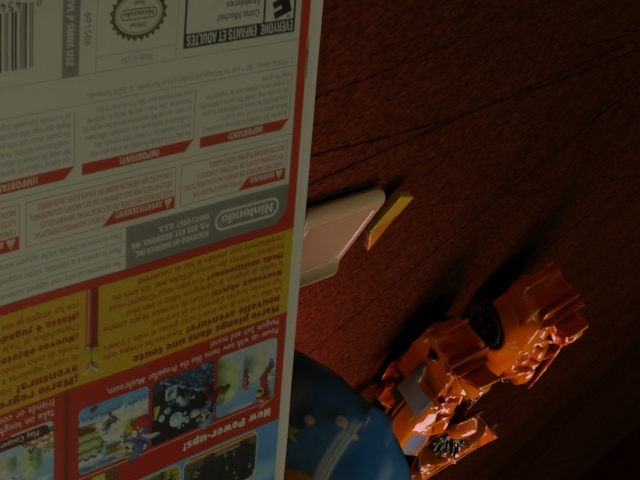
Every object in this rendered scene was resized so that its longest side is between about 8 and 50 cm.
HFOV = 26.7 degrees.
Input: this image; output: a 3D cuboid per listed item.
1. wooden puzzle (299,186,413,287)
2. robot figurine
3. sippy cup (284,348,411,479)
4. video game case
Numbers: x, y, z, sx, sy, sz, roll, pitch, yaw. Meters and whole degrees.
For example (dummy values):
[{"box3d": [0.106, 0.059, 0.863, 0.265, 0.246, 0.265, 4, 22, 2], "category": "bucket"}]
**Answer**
[{"box3d": [0.000, 0.000, 0.786, 0.116, 0.014, 0.078, -14, 147, -49], "category": "wooden puzzle"}, {"box3d": [0.118, 0.137, 1.200, 0.211, 0.085, 0.291, -26, 158, -26], "category": "robot figurine"}, {"box3d": [-0.069, 0.176, 0.740, 0.224, 0.305, 0.240, -53, 151, -31], "category": "sippy cup"}, {"box3d": [-0.085, 0.035, 0.475, 0.204, 0.025, 0.285, -17, 121, -44], "category": "video game case"}]
